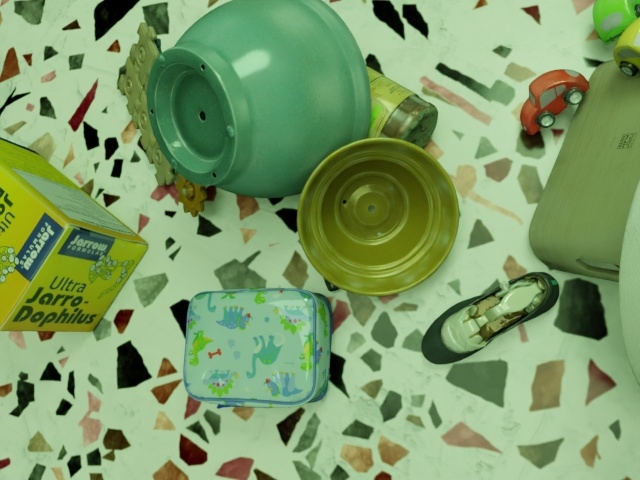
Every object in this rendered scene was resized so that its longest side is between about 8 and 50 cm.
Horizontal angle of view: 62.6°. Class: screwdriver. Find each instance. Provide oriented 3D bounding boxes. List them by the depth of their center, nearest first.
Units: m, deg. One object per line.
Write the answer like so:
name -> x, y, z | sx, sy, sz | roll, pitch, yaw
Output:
screwdriver -> 0.000, 0.000, 0.822 | 0.024, 0.025, 0.169 | -22, 66, 15

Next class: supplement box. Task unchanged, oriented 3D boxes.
supplement box -> -0.518, -0.023, 0.906 | 0.357, 0.194, 0.195 | 35, 93, 21

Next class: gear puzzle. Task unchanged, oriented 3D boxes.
gear puzzle -> -0.255, -0.196, 0.898 | 0.175, 0.044, 0.338 | -44, 66, 44

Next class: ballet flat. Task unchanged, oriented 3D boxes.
ballet flat -> 0.219, 0.101, 0.697 | 0.203, 0.074, 0.074 | -32, 72, 12

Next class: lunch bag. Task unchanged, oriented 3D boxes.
lunch bag -> -0.094, 0.160, 0.784 | 0.219, 0.090, 0.175 | -4, 79, 18

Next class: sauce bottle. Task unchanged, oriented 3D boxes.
sauce bottle -> 0.010, -0.236, 0.808 | 0.344, 0.111, 0.111 | 35, 93, 22

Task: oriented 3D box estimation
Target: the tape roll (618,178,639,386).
tape roll -> 0.446, 0.013, 0.496 | 0.391, 0.392, 0.072 | -67, 25, -1

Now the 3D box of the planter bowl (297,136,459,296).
planter bowl -> 0.077, -0.037, 0.741 | 0.217, 0.090, 0.217 | 0, 104, -1

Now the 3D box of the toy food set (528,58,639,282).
toy food set -> 0.390, -0.097, 0.612 | 0.093, 0.220, 0.305 | 22, 89, -17

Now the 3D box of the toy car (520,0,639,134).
toy car -> 0.366, -0.263, 0.673 | 0.053, 0.239, 0.224 | 37, 65, -16

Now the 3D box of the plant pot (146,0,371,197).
plant pot -> -0.106, -0.183, 0.718 | 0.293, 0.196, 0.292 | 19, 121, 34
